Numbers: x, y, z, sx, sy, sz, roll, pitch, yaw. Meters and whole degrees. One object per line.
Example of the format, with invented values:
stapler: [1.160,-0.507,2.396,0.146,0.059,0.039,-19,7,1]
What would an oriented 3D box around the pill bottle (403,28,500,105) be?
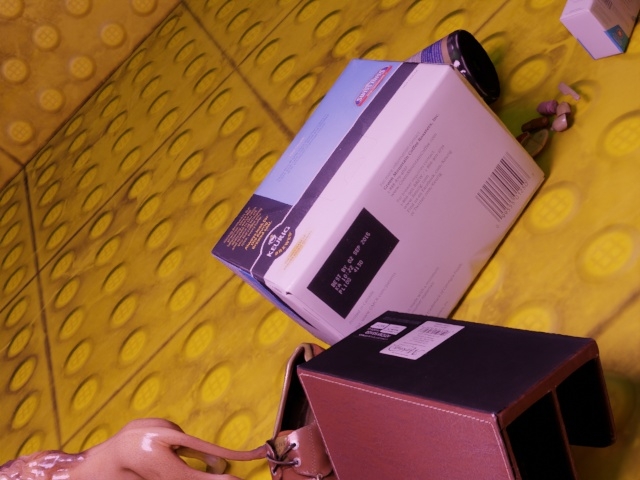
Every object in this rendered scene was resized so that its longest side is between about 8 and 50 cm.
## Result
pill bottle: [0.152,-0.219,1.494,0.219,0.123,0.123,-27,37,32]

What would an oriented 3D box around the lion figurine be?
lion figurine: [-0.270,0.317,1.321,0.392,0.240,0.142,-36,34,19]

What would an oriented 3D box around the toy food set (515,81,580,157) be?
toy food set: [0.306,-0.157,1.340,0.122,0.019,0.078,-49,30,15]

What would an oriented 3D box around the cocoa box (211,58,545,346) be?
cocoa box: [0.072,-0.036,1.289,0.347,0.231,0.228,-54,31,-9]

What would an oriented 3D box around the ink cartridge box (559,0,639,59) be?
ink cartridge box: [0.392,-0.326,1.348,0.052,0.088,0.122,-6,50,53]

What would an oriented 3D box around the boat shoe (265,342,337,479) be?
boat shoe: [-0.024,0.269,1.200,0.110,0.104,0.307,-26,38,32]

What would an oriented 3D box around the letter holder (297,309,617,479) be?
letter holder: [0.148,0.213,1.035,0.152,0.215,0.301,-29,19,-33]
